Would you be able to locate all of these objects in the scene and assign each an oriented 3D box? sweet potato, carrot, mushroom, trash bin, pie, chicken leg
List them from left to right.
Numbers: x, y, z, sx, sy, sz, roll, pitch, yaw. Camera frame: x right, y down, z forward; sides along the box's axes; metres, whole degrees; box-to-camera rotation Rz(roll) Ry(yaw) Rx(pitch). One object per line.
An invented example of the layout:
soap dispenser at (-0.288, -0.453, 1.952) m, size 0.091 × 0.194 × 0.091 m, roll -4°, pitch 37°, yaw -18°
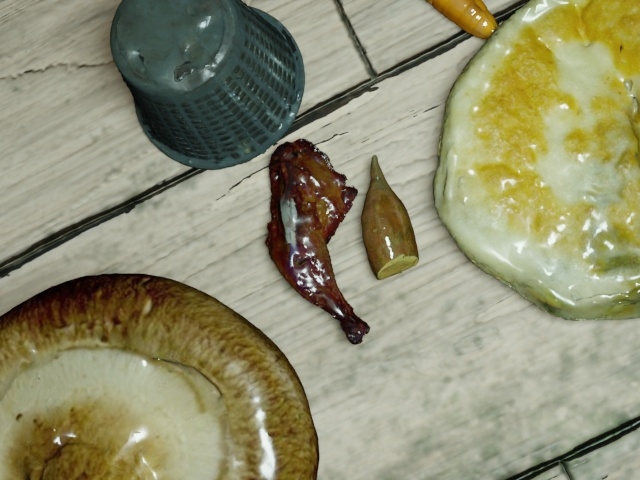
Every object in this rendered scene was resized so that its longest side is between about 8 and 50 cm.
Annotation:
mushroom at (-0.178, 0.190, 1.219) m, size 0.345 × 0.239 × 0.345 m, roll 3°, pitch 66°, yaw -7°
trash bin at (-0.114, -0.170, 1.309) m, size 0.175 × 0.161 × 0.176 m, roll -3°, pitch 76°, yaw 10°
chicken leg at (-0.007, 0.000, 1.300) m, size 0.093 × 0.053 × 0.205 m, roll -6°, pitch 76°, yaw 4°
sweet potato at (0.060, -0.023, 1.289) m, size 0.049 × 0.049 × 0.117 m, roll -12°, pitch 77°, yaw 10°
carrot at (0.068, -0.278, 1.350) m, size 0.271 × 0.062 × 0.066 m, roll 28°, pitch 51°, yaw 14°
pie at (0.264, -0.087, 1.247) m, size 0.339 × 0.077 × 0.339 m, roll -3°, pitch 77°, yaw 16°
